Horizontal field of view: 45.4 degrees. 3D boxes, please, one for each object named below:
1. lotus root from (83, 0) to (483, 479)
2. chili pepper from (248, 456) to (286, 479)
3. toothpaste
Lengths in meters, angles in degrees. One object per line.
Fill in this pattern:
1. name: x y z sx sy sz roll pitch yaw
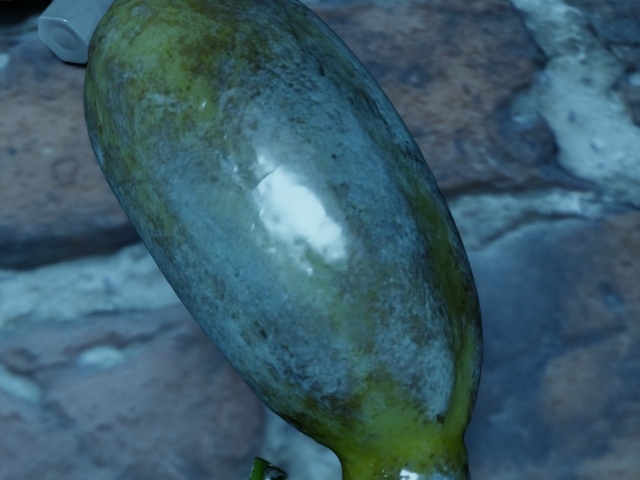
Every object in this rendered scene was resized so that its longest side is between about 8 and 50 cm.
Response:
1. lotus root: 0.000 0.000 0.388 0.140 0.158 0.322 -35 75 6
2. chili pepper: -0.045 0.148 0.385 0.027 0.022 0.083 50 64 -18
3. toothpaste: -0.131 -0.203 0.545 0.067 0.043 0.194 20 57 8
